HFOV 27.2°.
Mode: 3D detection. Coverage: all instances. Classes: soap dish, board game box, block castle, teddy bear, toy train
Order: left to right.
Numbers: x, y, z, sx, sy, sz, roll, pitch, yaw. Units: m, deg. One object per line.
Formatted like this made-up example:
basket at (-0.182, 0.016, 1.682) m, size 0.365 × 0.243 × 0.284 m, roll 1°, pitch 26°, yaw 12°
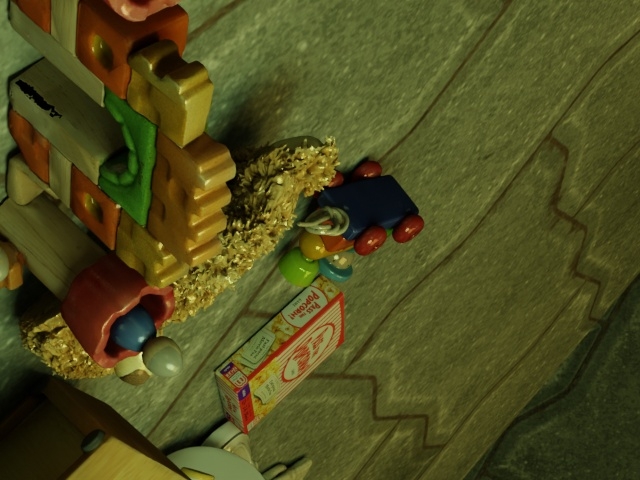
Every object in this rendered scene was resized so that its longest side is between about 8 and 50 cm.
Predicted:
block castle at (-0.219, -0.025, 0.867) m, size 0.303 × 0.213 × 0.453 m, roll -36°, pitch 155°, yaw -33°
soap dish at (-0.256, 0.248, 1.215) m, size 0.229 × 0.118 × 0.291 m, roll -44°, pitch -158°, yaw -13°
teddy bear at (-0.114, 0.018, 1.221) m, size 0.245 × 0.113 × 0.338 m, roll -17°, pitch -157°, yaw 49°
board game box at (-0.050, 0.151, 1.736) m, size 0.193 × 0.045 × 0.147 m, roll -42°, pitch 158°, yaw -19°
toy train at (0.000, 0.000, 1.526) m, size 0.143 × 0.105 × 0.248 m, roll -47°, pitch 163°, yaw 31°

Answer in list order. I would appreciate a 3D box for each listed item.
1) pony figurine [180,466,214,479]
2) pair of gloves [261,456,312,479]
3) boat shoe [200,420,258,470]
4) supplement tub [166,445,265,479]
pony figurine at (-0.266, 0.408, 1.436) m, size 0.351 × 0.303 × 0.363 m, roll 39°, pitch 68°, yaw -69°
pair of gloves at (-0.115, 0.460, 2.139) m, size 0.240 × 0.042 × 0.204 m, roll -55°, pitch 159°, yaw 15°
boat shoe at (-0.123, 0.343, 1.856) m, size 0.096 × 0.088 × 0.267 m, roll -37°, pitch 156°, yaw -29°
supplement tub at (-0.172, 0.418, 1.742) m, size 0.191 × 0.191 × 0.272 m, roll -31°, pitch 153°, yaw -40°
